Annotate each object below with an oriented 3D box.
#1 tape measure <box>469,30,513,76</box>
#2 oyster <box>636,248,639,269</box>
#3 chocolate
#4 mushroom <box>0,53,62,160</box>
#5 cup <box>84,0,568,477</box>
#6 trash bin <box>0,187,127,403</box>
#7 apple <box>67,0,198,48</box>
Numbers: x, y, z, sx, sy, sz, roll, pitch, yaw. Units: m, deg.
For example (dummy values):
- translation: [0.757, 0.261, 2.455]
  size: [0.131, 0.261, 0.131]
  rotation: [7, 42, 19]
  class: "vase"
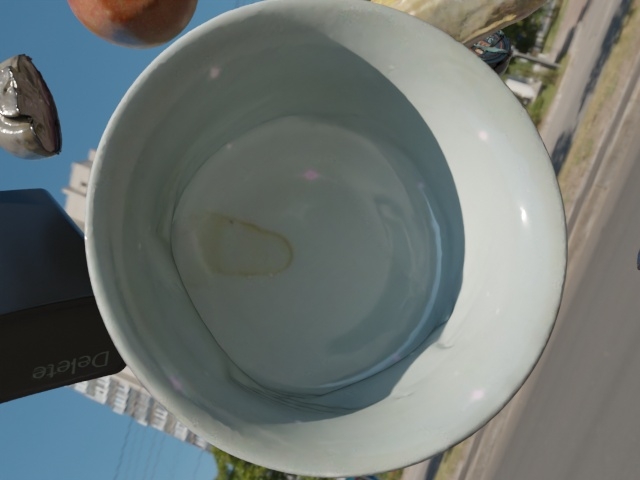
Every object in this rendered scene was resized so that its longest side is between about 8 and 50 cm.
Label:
- translation: [0.232, -0.276, 1.010]
  size: [0.091, 0.094, 0.054]
  rotation: [-41, -21, -17]
  class: "tape measure"
- translation: [0.565, -0.001, 0.805]
  size: [0.361, 0.221, 0.096]
  rotation: [-48, 22, 55]
  class: "oyster"
- translation: [0.156, -0.281, 0.845]
  size: [0.309, 0.134, 0.134]
  rotation: [-26, 9, 27]
  class: "chocolate"
- translation: [-0.532, -0.222, 1.215]
  size: [0.188, 0.117, 0.141]
  rotation: [69, -164, 14]
  class: "mushroom"
- translation: [0.000, 0.000, 0.557]
  size: [0.163, 0.347, 0.347]
  rotation: [135, 160, -74]
  class: "cup"
- translation: [-0.322, 0.047, 0.730]
  size: [0.165, 0.225, 0.115]
  rotation: [-11, -50, -38]
  class: "trash bin"
- translation: [-0.250, -0.343, 0.908]
  size: [0.168, 0.180, 0.181]
  rotation: [-125, 53, -78]
  class: "apple"
